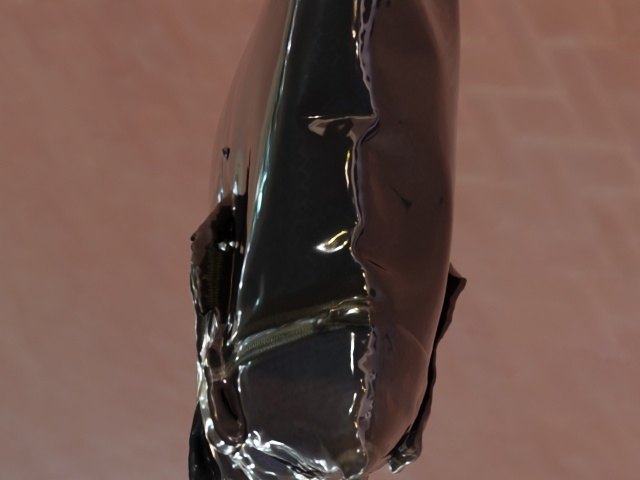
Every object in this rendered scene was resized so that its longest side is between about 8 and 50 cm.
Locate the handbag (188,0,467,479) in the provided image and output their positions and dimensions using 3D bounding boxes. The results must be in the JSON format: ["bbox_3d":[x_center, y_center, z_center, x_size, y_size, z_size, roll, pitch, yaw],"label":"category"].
[{"bbox_3d":[0.000,0.000,0.630,0.088,0.211,0.254,7,160,-7],"label":"handbag"}]
